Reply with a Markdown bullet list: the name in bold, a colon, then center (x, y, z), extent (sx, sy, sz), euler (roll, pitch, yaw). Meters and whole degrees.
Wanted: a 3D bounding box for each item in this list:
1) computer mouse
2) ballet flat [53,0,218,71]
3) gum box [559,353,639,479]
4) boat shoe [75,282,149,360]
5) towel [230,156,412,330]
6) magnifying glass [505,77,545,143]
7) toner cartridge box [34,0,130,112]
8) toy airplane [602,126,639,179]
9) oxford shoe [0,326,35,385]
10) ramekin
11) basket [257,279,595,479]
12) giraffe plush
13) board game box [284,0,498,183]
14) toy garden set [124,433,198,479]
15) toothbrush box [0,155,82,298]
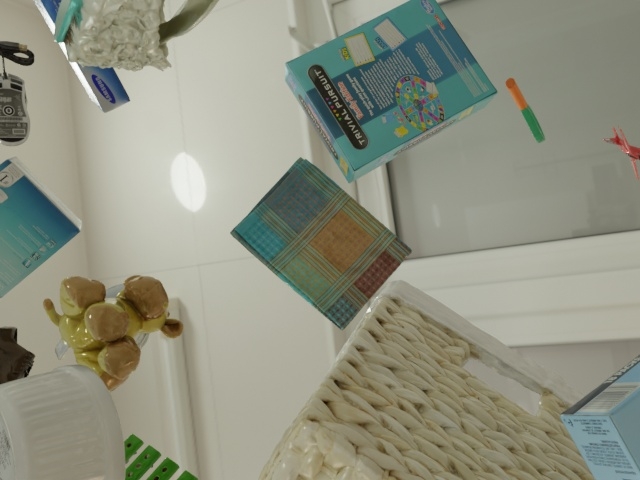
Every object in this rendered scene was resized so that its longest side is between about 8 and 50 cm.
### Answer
- **computer mouse**: center (-0.584, -0.271, 1.040), extent (0.106, 0.042, 0.193), euler (-4, -84, -33)
- **ballet flat**: center (-0.118, -0.284, 0.473), extent (0.147, 0.409, 0.147), euler (14, -117, -29)
- **gum box**: center (0.247, 0.144, 0.320), extent (0.157, 0.041, 0.184), euler (-24, -97, -23)
- **boat shoe**: center (-0.456, 0.226, 1.283), extent (0.367, 0.135, 0.157), euler (-106, 21, -69)
- **towel**: center (0.000, 0.000, 1.369), extent (0.271, 0.370, 0.040), euler (-48, -10, -8)
- **magnifying glass**: center (0.489, -0.309, 1.335), extent (0.231, 0.026, 0.092), euler (31, -138, -46)
- **toner cartridge box**: center (-0.595, -0.494, 1.361), extent (0.075, 0.165, 0.348), euler (-32, -54, -16)
- **toy airplane**: center (0.707, -0.213, 1.300), extent (0.151, 0.028, 0.151), euler (56, -169, -16)
- **oxford shoe**: center (-0.662, 0.278, 1.209), extent (0.096, 0.083, 0.227), euler (-14, -120, -29)
- **ramekin**: center (-0.328, 0.254, 0.650), extent (0.109, 0.207, 0.207), euler (3, -101, -48)
- **basket**: center (0.106, 0.286, 0.609), extent (0.266, 0.328, 0.331), euler (-41, -19, -57)
- **giraffe plush**: center (-0.308, 0.123, 0.887), extent (0.170, 0.210, 0.182), euler (-26, -84, -44)
- **board game box**: center (0.136, -0.307, 1.116), extent (0.254, 0.336, 0.079), euler (59, 171, 7)
- **toy garden set**: center (-0.438, 0.601, 1.332), extent (0.204, 0.244, 0.049), euler (-46, -41, -35)
- **toothbrush box**: center (-0.727, -0.011, 1.260), extent (0.295, 0.126, 0.216), euler (-44, -68, -9)
